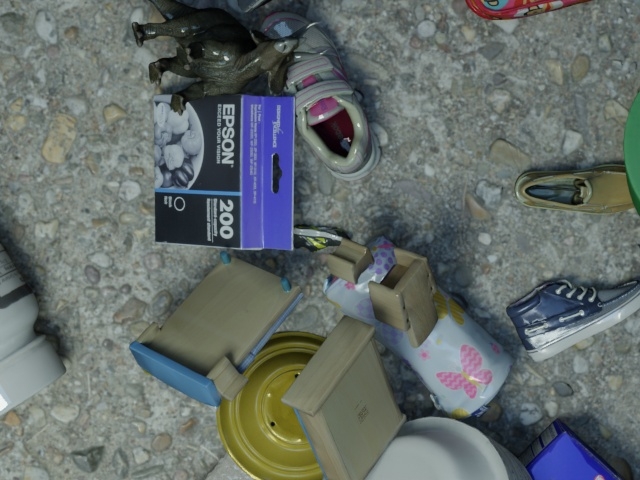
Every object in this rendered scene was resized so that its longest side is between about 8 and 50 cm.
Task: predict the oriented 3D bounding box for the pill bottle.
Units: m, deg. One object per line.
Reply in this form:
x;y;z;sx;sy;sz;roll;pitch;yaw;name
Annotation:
-0.504;0.068;1.745;0.204;0.204;0.361;-31;93;4;pill bottle

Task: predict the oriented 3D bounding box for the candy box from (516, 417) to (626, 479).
0.315;0.447;1.795;0.268;0.122;0.317;44;96;-1;candy box

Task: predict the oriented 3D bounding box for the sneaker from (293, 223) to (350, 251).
0.000;0.000;1.813;0.083;0.031;0.035;11;109;5;sneaker

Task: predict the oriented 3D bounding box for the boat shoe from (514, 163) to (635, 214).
0.359;-0.065;1.771;0.190;0.072;0.068;-5;95;2;boat shoe

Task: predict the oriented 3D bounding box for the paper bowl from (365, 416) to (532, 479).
0.130;0.366;1.703;0.284;0.284;0.148;-48;135;5;paper bowl

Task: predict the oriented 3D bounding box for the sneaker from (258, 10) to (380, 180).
0.000;-0.196;1.751;0.103;0.111;0.252;-33;93;4;sneaker

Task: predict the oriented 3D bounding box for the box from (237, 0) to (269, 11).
-0.007;-0.608;1.511;0.480;0.297;0.472;-31;96;45;box

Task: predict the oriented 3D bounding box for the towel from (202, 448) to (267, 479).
-0.109;0.403;1.798;0.187;0.049;0.282;40;75;0;towel

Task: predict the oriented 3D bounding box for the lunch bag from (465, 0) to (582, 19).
0.292;-0.448;1.715;0.258;0.120;0.293;-12;94;2;lunch bag

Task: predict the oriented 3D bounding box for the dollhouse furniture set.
-0.041;0.136;1.706;0.303;0.198;0.286;21;58;32;dollhouse furniture set

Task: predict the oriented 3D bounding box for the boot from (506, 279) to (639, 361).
0.350;0.084;1.785;0.190;0.069;0.086;-30;96;6;boot

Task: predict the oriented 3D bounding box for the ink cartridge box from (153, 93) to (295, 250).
-0.131;-0.091;1.753;0.208;0.045;0.206;3;96;31;ink cartridge box

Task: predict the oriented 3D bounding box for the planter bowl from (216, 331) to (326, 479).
-0.033;0.226;1.773;0.217;0.090;0.217;1;80;-4;planter bowl

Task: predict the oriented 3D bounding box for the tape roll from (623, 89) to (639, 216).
0.553;-0.114;1.687;0.321;0.077;0.321;-5;69;13;tape roll

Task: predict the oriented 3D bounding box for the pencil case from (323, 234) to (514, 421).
0.133;0.118;1.776;0.273;0.113;0.124;45;125;-3;pencil case

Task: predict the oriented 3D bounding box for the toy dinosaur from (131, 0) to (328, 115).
-0.144;-0.250;1.723;0.160;0.313;0.121;-18;123;-32;toy dinosaur
